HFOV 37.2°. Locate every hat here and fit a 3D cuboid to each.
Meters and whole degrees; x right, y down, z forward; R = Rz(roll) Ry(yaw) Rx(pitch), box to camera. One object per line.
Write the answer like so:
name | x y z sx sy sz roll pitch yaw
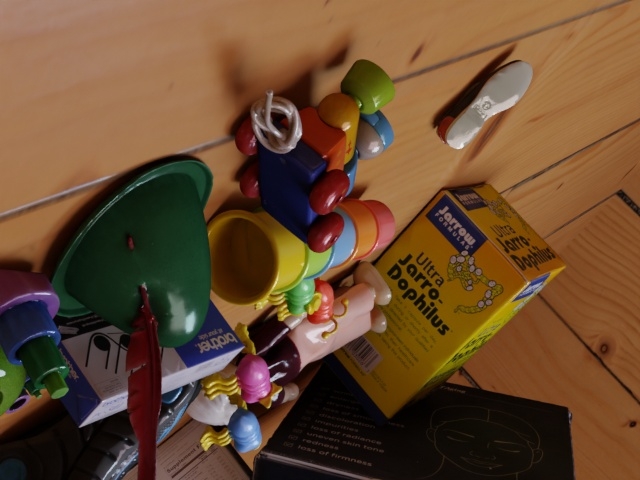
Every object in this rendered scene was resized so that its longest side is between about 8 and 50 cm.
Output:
hat | -0.109 0.067 0.800 0.173 0.183 0.208 -22 152 -53

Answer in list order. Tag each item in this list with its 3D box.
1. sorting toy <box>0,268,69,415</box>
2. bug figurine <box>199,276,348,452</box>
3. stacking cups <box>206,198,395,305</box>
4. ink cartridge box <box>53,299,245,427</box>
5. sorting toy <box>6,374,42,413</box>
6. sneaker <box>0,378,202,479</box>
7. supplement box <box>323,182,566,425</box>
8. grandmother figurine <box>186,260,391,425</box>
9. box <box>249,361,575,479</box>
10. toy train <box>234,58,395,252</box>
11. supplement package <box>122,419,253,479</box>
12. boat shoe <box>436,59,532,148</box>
sorting toy | -0.295 0.183 0.794 0.127 0.126 0.365 -5 142 -49
bug figurine | -0.051 0.131 1.147 0.279 0.072 0.216 -60 164 -21
stacking cups | 0.000 0.000 1.046 0.096 0.096 0.316 -49 162 26
ink cartridge box | -0.172 0.100 0.919 0.046 0.097 0.207 -46 164 29
sorting toy | -0.267 0.134 0.893 0.102 0.042 0.061 -39 163 -7
sneaker | -0.261 0.242 1.042 0.341 0.125 0.140 -38 165 -7
supplement box | 0.186 0.101 1.544 0.356 0.195 0.194 -50 161 26
grandmother figurine | -0.052 0.162 1.366 0.342 0.104 0.208 -27 131 -32
box | 0.165 0.438 1.593 0.472 0.480 0.297 -42 141 -72
toy train | 0.009 -0.102 0.815 0.143 0.105 0.248 -46 166 -18
supplement package | -0.215 0.424 1.573 0.204 0.145 0.262 -38 163 -10
boat shoe | 0.196 -0.168 1.148 0.137 0.049 0.043 -45 -154 6
